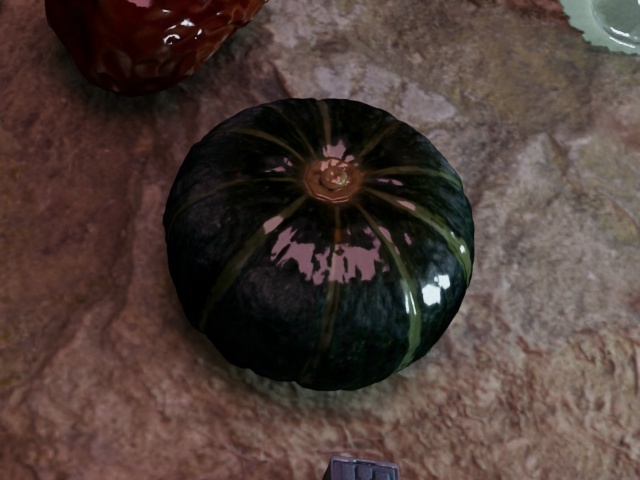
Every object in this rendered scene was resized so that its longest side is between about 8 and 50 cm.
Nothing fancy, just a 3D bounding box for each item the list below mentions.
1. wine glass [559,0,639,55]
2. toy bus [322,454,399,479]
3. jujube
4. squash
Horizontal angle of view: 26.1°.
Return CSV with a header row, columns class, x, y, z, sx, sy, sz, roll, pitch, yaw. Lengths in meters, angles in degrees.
class,x,y,z,sx,sy,sz,roll,pitch,yaw
wine glass,0.335,-0.376,1.402,0.238,0.238,0.323,3,57,-12
toy bus,0.024,0.253,1.007,0.064,0.075,0.190,10,55,-10
jujube,-0.136,-0.229,1.234,0.155,0.155,0.230,40,56,12
squash,0.000,0.000,1.111,0.252,0.165,0.252,6,54,-8
